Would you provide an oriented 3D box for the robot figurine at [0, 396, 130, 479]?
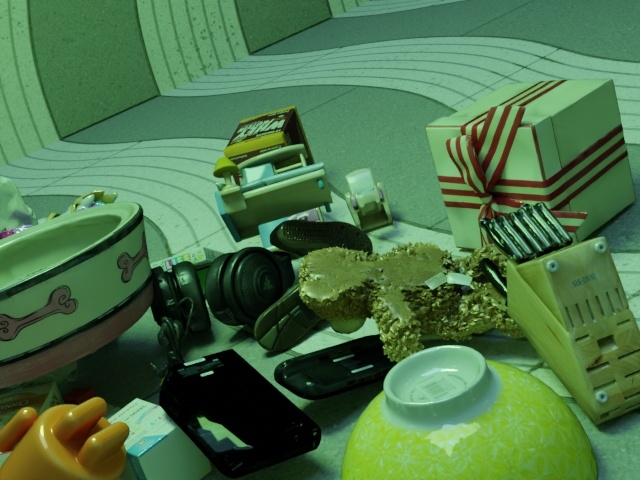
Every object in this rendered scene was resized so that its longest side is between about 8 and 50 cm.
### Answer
[{"bbox_3d":[-0.325,0.293,1.252,0.219,0.158,0.128,-49,28,24],"label":"robot figurine"}]

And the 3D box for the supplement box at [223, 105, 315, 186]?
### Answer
[{"bbox_3d":[-0.096,-0.153,2.125,0.129,0.191,0.194,-13,23,13],"label":"supplement box"}]

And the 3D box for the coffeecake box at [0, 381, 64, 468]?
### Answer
[{"bbox_3d":[-0.475,0.302,1.513,0.142,0.068,0.185,-14,23,9],"label":"coffeecake box"}]

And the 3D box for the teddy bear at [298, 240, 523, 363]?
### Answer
[{"bbox_3d":[0.139,0.082,1.416,0.337,0.113,0.245,-10,41,-9],"label":"teddy bear"}]

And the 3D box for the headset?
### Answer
[{"bbox_3d":[-0.176,0.116,1.685,0.243,0.185,0.394,-12,7,16],"label":"headset"}]

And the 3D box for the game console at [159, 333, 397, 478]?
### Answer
[{"bbox_3d":[-0.020,0.195,1.345,0.361,0.044,0.213,-13,30,-32],"label":"game console"}]

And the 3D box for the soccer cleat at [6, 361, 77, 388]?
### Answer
[{"bbox_3d":[-0.458,0.216,1.629,0.068,0.076,0.196,-11,3,28],"label":"soccer cleat"}]

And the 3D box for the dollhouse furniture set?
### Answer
[{"bbox_3d":[-0.042,-0.128,1.814,0.286,0.198,0.303,-18,-21,2],"label":"dollhouse furniture set"}]

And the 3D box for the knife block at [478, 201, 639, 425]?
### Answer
[{"bbox_3d":[0.294,0.083,1.278,0.088,0.276,0.242,-19,-4,-10],"label":"knife block"}]

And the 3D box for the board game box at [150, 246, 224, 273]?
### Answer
[{"bbox_3d":[-0.243,0.045,1.891,0.103,0.026,0.154,-18,-8,7],"label":"board game box"}]

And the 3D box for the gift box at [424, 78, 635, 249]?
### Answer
[{"bbox_3d":[0.343,-0.124,1.626,0.258,0.255,0.276,-31,19,-33],"label":"gift box"}]

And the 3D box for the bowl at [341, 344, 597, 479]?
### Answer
[{"bbox_3d":[0.145,0.210,1.118,0.289,0.156,0.289,-16,21,6],"label":"bowl"}]

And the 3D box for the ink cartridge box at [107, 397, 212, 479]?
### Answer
[{"bbox_3d":[-0.233,0.279,1.343,0.143,0.090,0.092,7,33,46],"label":"ink cartridge box"}]

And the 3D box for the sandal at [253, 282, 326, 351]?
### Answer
[{"bbox_3d":[-0.016,0.106,1.622,0.219,0.090,0.060,-35,4,-20],"label":"sandal"}]

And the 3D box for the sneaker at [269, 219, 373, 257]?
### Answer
[{"bbox_3d":[0.000,0.000,1.781,0.188,0.066,0.071,14,-18,-26],"label":"sneaker"}]

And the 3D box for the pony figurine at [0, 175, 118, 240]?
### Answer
[{"bbox_3d":[-0.635,0.003,2.147,0.363,0.303,0.351,-22,7,36],"label":"pony figurine"}]

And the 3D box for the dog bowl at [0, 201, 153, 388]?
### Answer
[{"bbox_3d":[-0.442,0.088,1.569,0.407,0.150,0.408,-19,15,5],"label":"dog bowl"}]

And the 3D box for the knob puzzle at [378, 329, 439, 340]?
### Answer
[{"bbox_3d":[0.178,0.106,1.505,0.213,0.030,0.213,-15,23,7],"label":"knob puzzle"}]

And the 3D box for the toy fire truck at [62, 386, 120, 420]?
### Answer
[{"bbox_3d":[-0.337,0.277,1.489,0.192,0.047,0.135,0,27,37],"label":"toy fire truck"}]
